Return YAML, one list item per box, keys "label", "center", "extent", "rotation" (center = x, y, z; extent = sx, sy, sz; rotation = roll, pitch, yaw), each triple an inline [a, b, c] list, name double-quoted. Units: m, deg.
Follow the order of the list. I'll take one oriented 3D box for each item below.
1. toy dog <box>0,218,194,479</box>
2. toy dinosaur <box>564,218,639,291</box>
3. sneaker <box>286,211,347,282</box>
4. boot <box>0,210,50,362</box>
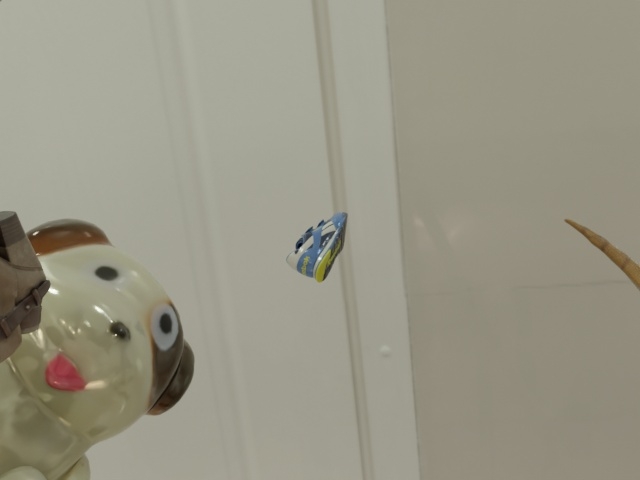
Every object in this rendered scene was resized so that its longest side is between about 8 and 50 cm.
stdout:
- label: "toy dog"
  center: [-0.318, 0.172, 0.705]
  extent: [0.408, 0.285, 0.395]
  rotation: [-36, 1, -5]
- label: "toy dinosaur"
  center: [0.211, 0.060, 0.360]
  extent: [0.064, 0.112, 0.211]
  rotation: [-17, 20, -8]
- label: "sneaker"
  center: [0.000, 0.000, 1.019]
  extent: [0.059, 0.053, 0.144]
  rotation: [13, 35, 16]
- label: "boot"
  center: [-0.207, 0.036, 0.420]
  extent: [0.042, 0.087, 0.118]
  rotation: [9, 20, 24]
